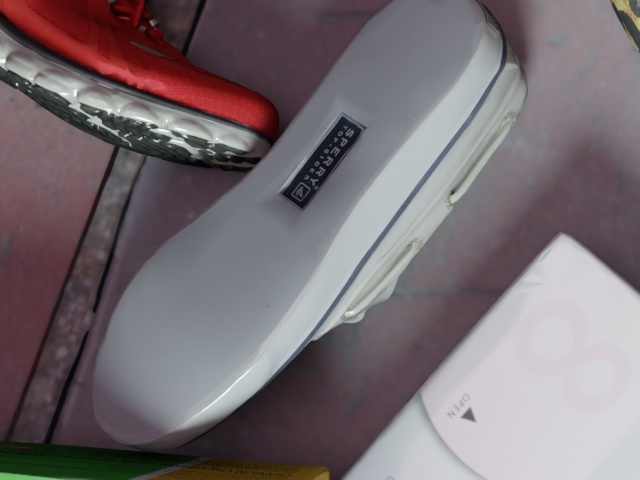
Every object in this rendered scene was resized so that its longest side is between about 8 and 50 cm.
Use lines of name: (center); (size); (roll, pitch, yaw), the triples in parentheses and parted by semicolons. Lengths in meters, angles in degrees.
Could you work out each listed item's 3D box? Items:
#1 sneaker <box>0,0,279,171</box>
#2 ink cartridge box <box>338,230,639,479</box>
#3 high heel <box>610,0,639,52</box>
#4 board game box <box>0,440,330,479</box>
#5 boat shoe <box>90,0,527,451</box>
sneaker: (-0.131, -0.131, 0.832); (0.279, 0.107, 0.118); (31, 88, 17)
ink cartridge box: (0.138, 0.140, 0.748); (0.232, 0.066, 0.189); (43, 96, 20)
high heel: (0.156, -0.155, 0.706); (0.093, 0.186, 0.261); (-20, 78, 13)
board game box: (-0.120, 0.259, 0.773); (0.242, 0.064, 0.317); (2, 95, 16)
boat shoe: (0.000, 0.000, 0.786); (0.096, 0.088, 0.267); (36, 88, 40)
